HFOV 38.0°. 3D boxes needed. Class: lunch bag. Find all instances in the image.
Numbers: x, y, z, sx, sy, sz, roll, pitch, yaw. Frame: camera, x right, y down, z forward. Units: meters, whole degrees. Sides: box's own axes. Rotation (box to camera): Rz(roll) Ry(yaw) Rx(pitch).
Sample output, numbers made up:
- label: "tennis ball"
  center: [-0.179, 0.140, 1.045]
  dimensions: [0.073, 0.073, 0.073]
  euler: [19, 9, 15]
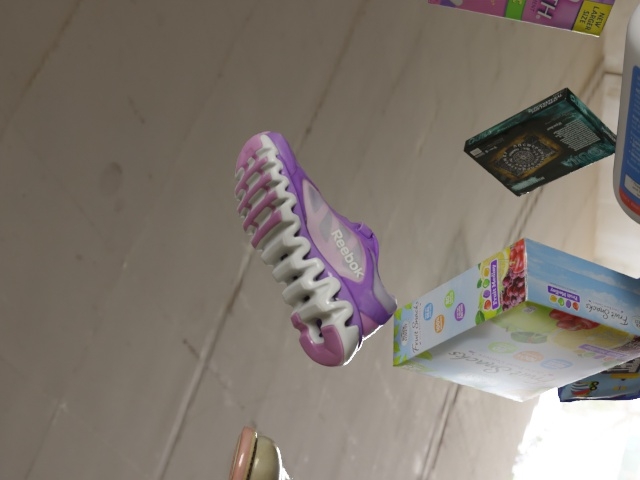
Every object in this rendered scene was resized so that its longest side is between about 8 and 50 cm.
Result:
- label: "lunch bag"
  center: [0.485, 0.142, 1.403]
  dimensions: [0.221, 0.294, 0.138]
  euler: [91, 164, -51]

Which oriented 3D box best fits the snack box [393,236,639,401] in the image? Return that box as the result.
- label: "snack box"
  center: [0.199, 0.087, 0.913]
  dimensions: [0.207, 0.175, 0.070]
  euler: [-37, 42, 52]

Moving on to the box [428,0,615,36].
- label: "box"
  center: [0.283, -0.406, 1.216]
  dimensions: [0.213, 0.243, 0.117]
  euler: [102, 179, -49]

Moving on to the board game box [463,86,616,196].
- label: "board game box"
  center: [0.318, -0.137, 1.340]
  dimensions: [0.126, 0.186, 0.026]
  euler: [37, -129, -25]

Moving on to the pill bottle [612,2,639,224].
- label: "pill bottle"
  center: [0.287, -0.117, 0.687]
  dimensions: [0.221, 0.124, 0.124]
  euler: [78, -148, -44]

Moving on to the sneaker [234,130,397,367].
- label: "sneaker"
  center: [0.000, 0.000, 0.906]
  dimensions: [0.105, 0.095, 0.236]
  euler: [-23, -94, -30]

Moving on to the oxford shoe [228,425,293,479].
- label: "oxford shoe"
  center: [-0.038, 0.362, 1.214]
  dimensions: [0.397, 0.147, 0.140]
  euler: [82, -164, -53]
